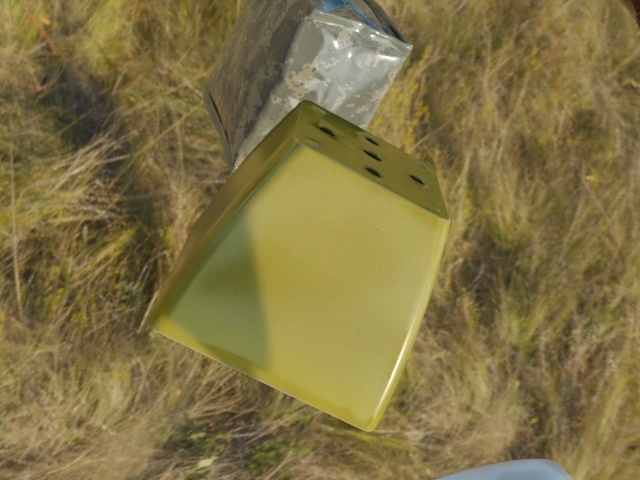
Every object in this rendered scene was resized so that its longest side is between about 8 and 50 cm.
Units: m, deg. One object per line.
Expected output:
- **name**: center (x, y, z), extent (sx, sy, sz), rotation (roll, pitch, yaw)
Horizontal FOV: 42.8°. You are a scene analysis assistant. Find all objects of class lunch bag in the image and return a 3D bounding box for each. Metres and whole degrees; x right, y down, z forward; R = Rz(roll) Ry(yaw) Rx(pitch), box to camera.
- **lunch bag**: center (-0.038, -0.231, 1.050), extent (0.169, 0.235, 0.287), rotation (13, 32, -30)

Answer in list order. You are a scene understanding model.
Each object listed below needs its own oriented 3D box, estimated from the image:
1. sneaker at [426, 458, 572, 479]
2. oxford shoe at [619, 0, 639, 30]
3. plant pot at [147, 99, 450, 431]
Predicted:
- **sneaker**: center (0.002, 0.200, 0.340), extent (0.290, 0.106, 0.123), rotation (-25, 53, -9)
- **oxford shoe**: center (0.384, -0.263, 0.860), extent (0.348, 0.123, 0.130), rotation (59, 29, 12)
- **plant pot**: center (0.000, 0.000, 0.728), extent (0.212, 0.187, 0.212), rotation (27, 21, -9)
